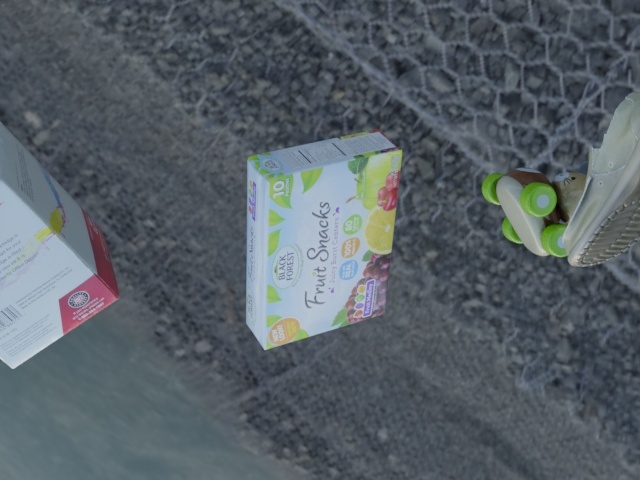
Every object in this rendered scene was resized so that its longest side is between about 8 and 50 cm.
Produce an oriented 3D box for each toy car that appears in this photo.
[{"bbox_3d":[0.383,-0.079,1.647,0.188,0.155,0.149,-34,109,-10],"label":"toy car"}]

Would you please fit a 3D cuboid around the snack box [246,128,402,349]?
[{"bbox_3d":[0.000,0.000,0.719,0.037,0.100,0.141,49,146,47],"label":"snack box"}]

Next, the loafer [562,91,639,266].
[{"bbox_3d":[0.387,-0.079,1.341,0.102,0.092,0.268,-1,133,-29],"label":"loafer"}]

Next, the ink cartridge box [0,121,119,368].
[{"bbox_3d":[-0.296,0.000,0.965,0.128,0.127,0.176,-32,130,4],"label":"ink cartridge box"}]
